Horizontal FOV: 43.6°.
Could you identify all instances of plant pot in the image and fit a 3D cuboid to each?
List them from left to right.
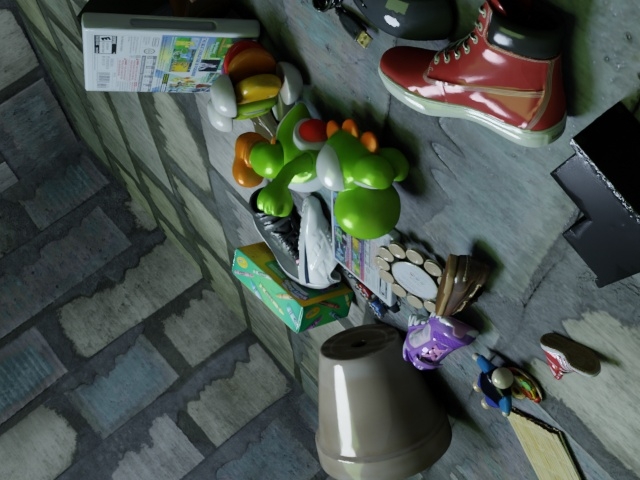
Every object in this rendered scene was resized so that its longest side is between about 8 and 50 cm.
[{"bbox_3d":[-0.421,-0.461,1.771,0.187,0.167,0.188,43,162,28],"label":"plant pot"},{"bbox_3d":[0.120,0.359,1.867,0.323,0.323,0.280,16,125,63],"label":"plant pot"}]

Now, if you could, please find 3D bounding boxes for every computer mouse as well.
[{"bbox_3d":[0.059,-0.301,1.032,0.262,0.060,0.184,44,160,26],"label":"computer mouse"}]

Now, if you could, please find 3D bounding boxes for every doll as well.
[{"bbox_3d":[0.318,0.264,1.476,0.189,0.046,0.129,83,162,-73],"label":"doll"}]

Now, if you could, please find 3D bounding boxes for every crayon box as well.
[{"bbox_3d":[-0.072,0.103,1.982,0.278,0.165,0.081,39,129,37],"label":"crayon box"}]

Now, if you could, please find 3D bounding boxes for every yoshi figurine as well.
[{"bbox_3d":[0.008,-0.095,1.378,0.362,0.203,0.203,16,160,50],"label":"yoshi figurine"}]

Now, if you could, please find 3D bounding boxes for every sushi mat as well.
[{"bbox_3d":[0.467,0.460,1.580,0.151,0.019,0.316,23,146,60],"label":"sushi mat"}]

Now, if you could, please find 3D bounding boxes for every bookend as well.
[{"bbox_3d":[0.315,-0.042,0.871,0.156,0.072,0.157,51,164,7],"label":"bookend"}]

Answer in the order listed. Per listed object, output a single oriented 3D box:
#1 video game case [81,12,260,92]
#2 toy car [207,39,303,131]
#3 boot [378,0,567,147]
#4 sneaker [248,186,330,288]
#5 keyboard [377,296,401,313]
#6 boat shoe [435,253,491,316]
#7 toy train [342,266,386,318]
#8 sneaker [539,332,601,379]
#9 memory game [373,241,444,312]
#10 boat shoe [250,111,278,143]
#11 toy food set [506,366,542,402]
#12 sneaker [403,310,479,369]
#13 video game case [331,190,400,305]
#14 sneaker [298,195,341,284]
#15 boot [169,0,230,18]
[{"bbox_3d":[-0.291,-0.345,1.507,0.329,0.300,0.036,152,115,-72],"label":"video game case"},{"bbox_3d":[-0.126,-0.281,1.419,0.182,0.159,0.136,134,120,-73],"label":"toy car"},{"bbox_3d":[0.160,-0.218,0.888,0.244,0.088,0.176,26,150,34],"label":"boot"},{"bbox_3d":[-0.079,-0.011,1.894,0.295,0.105,0.147,48,168,28],"label":"sneaker"},{"bbox_3d":[0.113,0.085,1.711,0.100,0.038,0.192,28,152,52],"label":"keyboard"},{"bbox_3d":[0.235,0.083,1.334,0.073,0.073,0.207,7,161,3],"label":"boat shoe"},{"bbox_3d":[0.103,0.111,1.812,0.158,0.027,0.036,56,152,-10],"label":"toy train"},{"bbox_3d":[0.384,0.190,1.211,0.118,0.042,0.067,38,155,59],"label":"sneaker"},{"bbox_3d":[0.179,0.072,1.484,0.186,0.012,0.186,30,151,18],"label":"memory game"},{"bbox_3d":[-0.112,-0.246,1.629,0.056,0.048,0.153,10,143,48],"label":"boat shoe"},{"bbox_3d":[0.365,0.261,1.443,0.083,0.020,0.082,26,149,57],"label":"toy food set"},{"bbox_3d":[0.218,0.197,1.516,0.095,0.104,0.236,29,166,-7],"label":"sneaker"},{"bbox_3d":[0.088,0.013,1.600,0.183,0.023,0.201,40,150,33],"label":"video game case"},{"bbox_3d":[0.000,0.000,1.774,0.095,0.090,0.235,4,130,7],"label":"sneaker"},{"bbox_3d":[-0.263,-0.493,1.415,0.220,0.109,0.283,59,174,4],"label":"boot"}]
